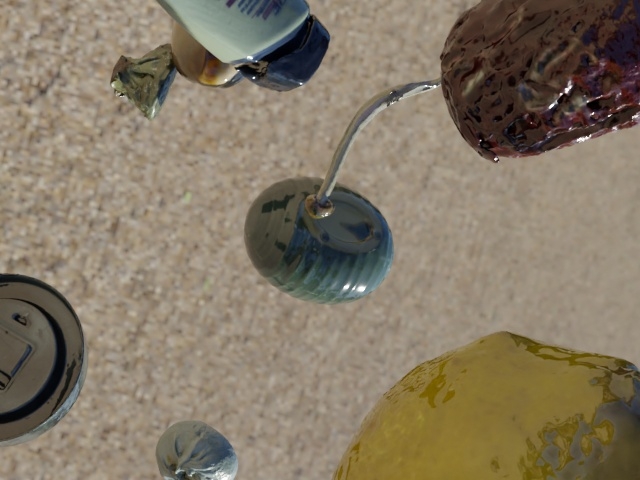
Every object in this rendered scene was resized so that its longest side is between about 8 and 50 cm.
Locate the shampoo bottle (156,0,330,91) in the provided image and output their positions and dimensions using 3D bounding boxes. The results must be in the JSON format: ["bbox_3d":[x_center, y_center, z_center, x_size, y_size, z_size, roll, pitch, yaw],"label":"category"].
[{"bbox_3d":[-0.131,-0.296,1.403,0.359,0.078,0.134,46,60,-33],"label":"shampoo bottle"}]

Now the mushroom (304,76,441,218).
[{"bbox_3d":[0.077,-0.157,1.877,0.306,0.043,0.068,-50,134,-6],"label":"mushroom"}]

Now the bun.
[{"bbox_3d":[-0.209,0.367,2.171,0.083,0.141,0.141,-57,154,-53],"label":"bun"}]

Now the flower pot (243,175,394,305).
[{"bbox_3d":[0.000,0.000,2.012,0.157,0.243,0.189,-36,-137,54],"label":"flower pot"}]

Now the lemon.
[{"bbox_3d":[0.183,0.251,1.149,0.387,0.350,0.350,-52,175,32],"label":"lemon"}]

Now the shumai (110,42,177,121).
[{"bbox_3d":[-0.259,-0.241,1.930,0.099,0.087,0.124,115,-4,-52],"label":"shumai"}]

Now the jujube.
[{"bbox_3d":[0.320,-0.248,1.667,0.258,0.376,0.258,36,42,-41],"label":"jujube"}]

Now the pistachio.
[{"bbox_3d":[-0.144,-0.306,1.880,0.144,0.144,0.215,70,23,-59],"label":"pistachio"}]

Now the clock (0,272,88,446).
[{"bbox_3d":[-0.389,0.147,1.613,0.042,0.215,0.215,76,33,-67],"label":"clock"}]
